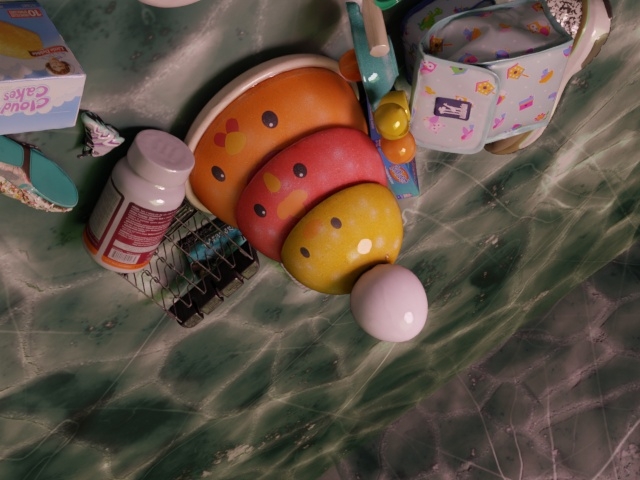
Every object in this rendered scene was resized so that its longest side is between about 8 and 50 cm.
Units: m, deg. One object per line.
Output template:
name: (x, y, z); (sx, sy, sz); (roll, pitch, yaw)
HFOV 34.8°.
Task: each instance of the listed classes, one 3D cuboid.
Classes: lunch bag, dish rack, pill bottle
lunch bag: (0.272, -0.272, 1.736); (0.262, 0.160, 0.223); (-18, 148, -15)
dish rack: (-0.252, 0.029, 1.835); (0.208, 0.074, 0.271); (-42, 128, 5)
lunch bag: (0.236, -0.353, 1.825); (0.176, 0.090, 0.219); (-34, 151, -6)
pill bottle: (-0.290, -0.062, 1.634); (0.121, 0.121, 0.221); (-4, 138, -45)

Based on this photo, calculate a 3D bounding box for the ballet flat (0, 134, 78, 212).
ballet flat: (-0.447, -0.102, 1.464); (0.077, 0.091, 0.241); (-13, 154, 21)

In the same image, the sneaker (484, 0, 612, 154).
sneaker: (0.396, -0.345, 2.024); (0.182, 0.158, 0.410); (13, 133, -16)

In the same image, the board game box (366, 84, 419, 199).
board game box: (0.133, -0.191, 1.879); (0.047, 0.160, 0.210); (-11, 156, 13)

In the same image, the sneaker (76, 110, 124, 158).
sneaker: (-0.344, -0.150, 1.530); (0.069, 0.038, 0.098); (-41, 151, 6)

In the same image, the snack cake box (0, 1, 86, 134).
snack cake box: (-0.438, -0.203, 1.226); (0.264, 0.152, 0.089); (-13, 143, -38)

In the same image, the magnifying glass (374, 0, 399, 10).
magnifying glass: (0.144, -0.467, 1.628); (0.092, 0.026, 0.231); (-3, 139, -46)

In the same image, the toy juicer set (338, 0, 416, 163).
toy juicer set: (0.075, -0.253, 1.564); (0.090, 0.209, 0.329); (-13, 135, 8)

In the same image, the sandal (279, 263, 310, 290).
sandal: (-0.015, 0.004, 2.080); (0.169, 0.102, 0.416); (-16, 161, -8)

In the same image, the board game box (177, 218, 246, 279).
board game box: (-0.173, -0.007, 1.948); (0.186, 0.026, 0.126); (-32, 151, -9)

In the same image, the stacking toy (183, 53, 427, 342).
stacking toy: (0.022, -0.037, 1.644); (0.351, 0.480, 0.350); (-28, 150, -18)

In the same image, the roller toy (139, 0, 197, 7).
roller toy: (-0.181, -0.389, 1.243); (0.209, 0.146, 0.191); (-2, 137, -48)
